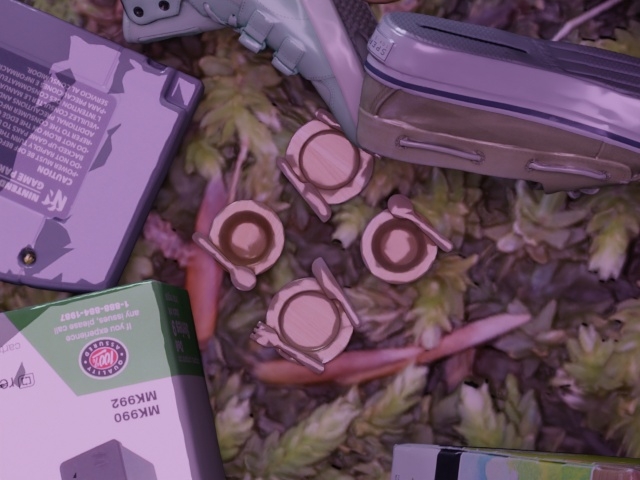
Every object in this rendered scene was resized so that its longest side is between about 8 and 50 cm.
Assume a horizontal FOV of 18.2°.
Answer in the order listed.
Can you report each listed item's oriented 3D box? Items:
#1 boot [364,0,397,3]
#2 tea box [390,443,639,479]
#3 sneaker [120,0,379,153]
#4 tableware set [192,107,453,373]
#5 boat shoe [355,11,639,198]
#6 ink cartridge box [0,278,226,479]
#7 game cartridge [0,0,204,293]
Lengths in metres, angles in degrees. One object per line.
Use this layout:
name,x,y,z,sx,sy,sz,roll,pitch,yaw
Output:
boot,0.108,-0.267,1.346,0.104,0.211,0.295,21,84,17
tea box,0.186,0.296,1.204,0.220,0.323,0.329,7,84,-22
sneaker,-0.052,-0.151,1.418,0.151,0.094,0.256,-30,94,19
tableware set,0.000,0.000,1.424,0.169,0.020,0.141,-43,83,-1
boat shoe,0.168,-0.079,1.372,0.302,0.109,0.094,14,114,-11
ink cartridge box,-0.170,0.190,1.365,0.211,0.121,0.289,-13,84,3
game cartridge,-0.254,-0.082,1.435,0.294,0.060,0.196,24,83,6
